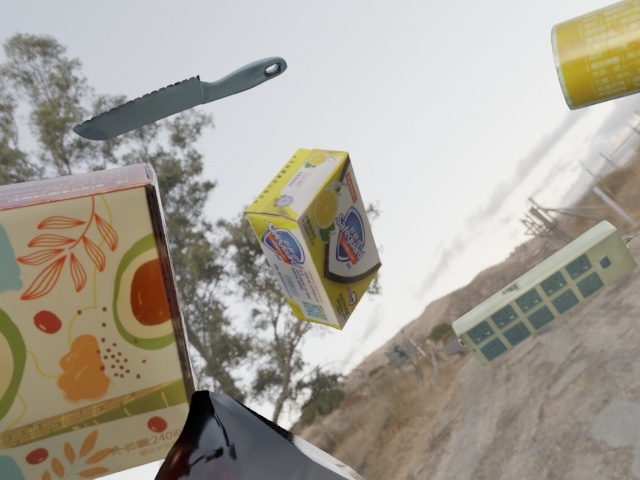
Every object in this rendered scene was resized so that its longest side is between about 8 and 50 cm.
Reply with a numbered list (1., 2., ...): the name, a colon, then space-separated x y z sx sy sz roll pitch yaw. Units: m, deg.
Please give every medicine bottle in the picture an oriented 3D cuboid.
1. medicine bottle: 0.256 -0.137 0.346 0.218 0.074 0.074 -11 4 33

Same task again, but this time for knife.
1. knife: -0.152 -0.178 0.707 0.313 0.019 0.044 -33 -34 -35

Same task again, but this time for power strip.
1. power strip: 0.413 0.097 1.070 0.367 0.106 0.043 -37 25 11

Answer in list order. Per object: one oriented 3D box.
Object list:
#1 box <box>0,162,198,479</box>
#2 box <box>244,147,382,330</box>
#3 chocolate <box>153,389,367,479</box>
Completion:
1. box: -0.350 0.117 0.656 0.385 0.122 0.344 -12 -67 -16
2. box: 0.000 0.000 0.956 0.168 0.097 0.265 -53 -40 -33
3. chocolate: -0.019 0.251 0.358 0.186 0.283 0.283 -53 -10 -27
